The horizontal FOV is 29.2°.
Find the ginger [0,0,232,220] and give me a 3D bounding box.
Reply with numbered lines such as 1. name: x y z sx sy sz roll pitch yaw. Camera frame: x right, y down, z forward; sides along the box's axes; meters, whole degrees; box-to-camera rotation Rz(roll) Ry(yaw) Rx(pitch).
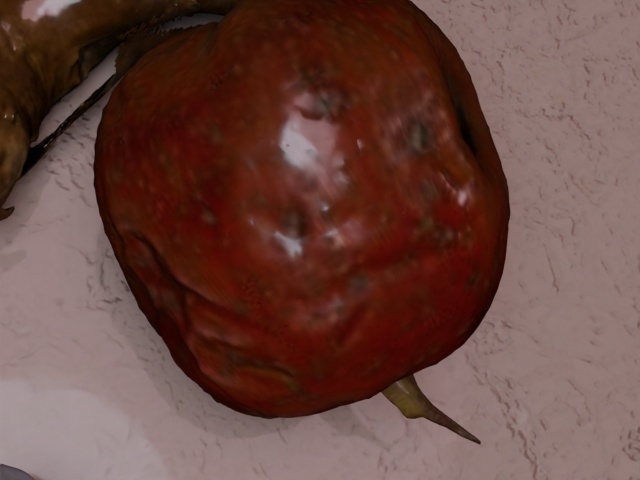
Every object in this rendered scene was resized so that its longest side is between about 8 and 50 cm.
1. ginger: -0.153 -0.137 0.803 0.133 0.107 0.309 42 70 15

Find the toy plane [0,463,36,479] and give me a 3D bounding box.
1. toy plane: -0.212 0.259 0.699 0.266 0.122 0.267 0 96 -3

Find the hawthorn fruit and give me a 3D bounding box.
1. hawthorn fruit: -0.010 -0.021 0.735 0.258 0.258 0.262 7 92 -9
